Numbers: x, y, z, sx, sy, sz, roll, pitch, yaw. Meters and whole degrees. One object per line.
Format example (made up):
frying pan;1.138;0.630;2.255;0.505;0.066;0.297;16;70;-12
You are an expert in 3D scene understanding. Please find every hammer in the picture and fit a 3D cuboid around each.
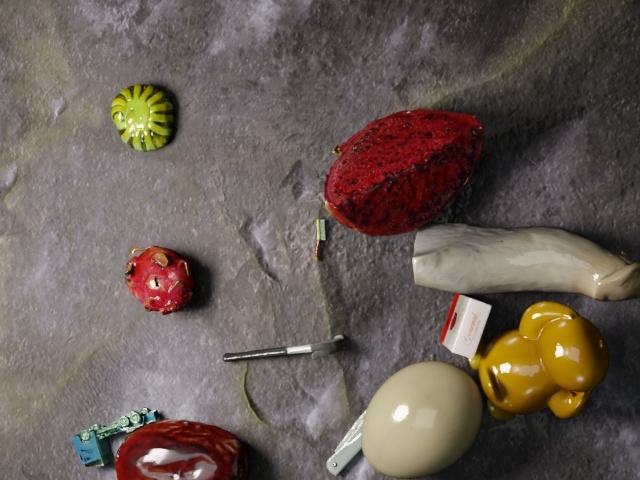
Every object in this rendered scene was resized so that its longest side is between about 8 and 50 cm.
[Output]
hammer;-0.079;0.214;1.617;0.246;0.103;0.029;-9;90;18

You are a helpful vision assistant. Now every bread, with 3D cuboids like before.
bread;-0.363;-0.251;1.715;0.130;0.071;0.139;-7;85;7

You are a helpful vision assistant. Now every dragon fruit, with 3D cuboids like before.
dragon fruit;0.142;-0.122;1.572;0.317;0.152;0.205;-29;38;-6
dragon fruit;-0.314;0.071;1.657;0.166;0.136;0.133;29;59;38

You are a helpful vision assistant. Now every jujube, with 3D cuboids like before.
jujube;-0.264;0.431;1.591;0.243;0.183;0.183;3;87;13

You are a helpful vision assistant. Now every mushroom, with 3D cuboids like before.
mushroom;0.365;0.042;1.491;0.397;0.177;0.126;2;108;10

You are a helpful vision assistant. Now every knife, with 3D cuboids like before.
knife;0.068;0.376;1.601;0.044;0.023;0.162;41;94;10

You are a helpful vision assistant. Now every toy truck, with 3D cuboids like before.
toy truck;-0.400;0.392;1.681;0.175;0.067;0.081;-20;88;6

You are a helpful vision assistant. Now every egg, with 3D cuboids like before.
egg;0.178;0.321;1.500;0.186;0.186;0.241;46;103;11

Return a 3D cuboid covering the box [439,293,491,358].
box;0.258;0.150;1.511;0.048;0.152;0.100;21;90;-3

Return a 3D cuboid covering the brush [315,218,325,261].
brush;0.000;0.000;1.645;0.021;0.019;0.083;3;85;2

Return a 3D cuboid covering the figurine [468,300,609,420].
figurine;0.379;0.216;1.459;0.228;0.215;0.215;-24;81;11
